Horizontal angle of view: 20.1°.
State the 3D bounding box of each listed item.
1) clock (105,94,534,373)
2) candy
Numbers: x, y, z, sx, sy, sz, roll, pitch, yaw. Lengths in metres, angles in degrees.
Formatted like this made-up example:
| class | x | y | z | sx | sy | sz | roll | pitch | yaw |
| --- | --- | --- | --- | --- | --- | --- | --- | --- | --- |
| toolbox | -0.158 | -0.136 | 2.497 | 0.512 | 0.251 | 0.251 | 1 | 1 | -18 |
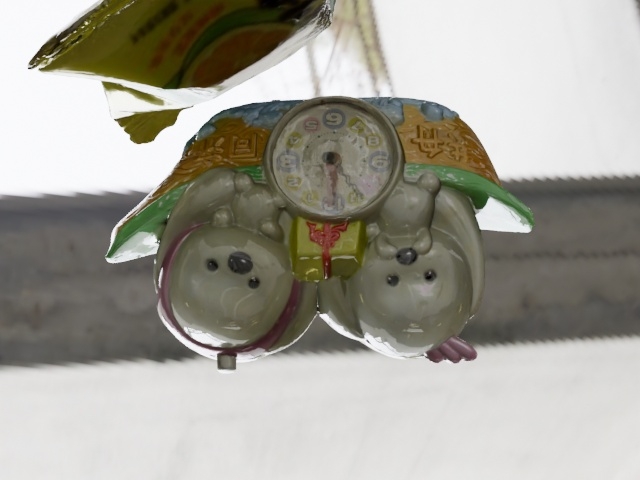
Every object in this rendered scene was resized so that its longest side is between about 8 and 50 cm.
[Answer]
| class | x | y | z | sx | sy | sz | roll | pitch | yaw |
| --- | --- | --- | --- | --- | --- | --- | --- | --- | --- |
| clock | 0.000 | 0.000 | 0.969 | 0.231 | 0.103 | 0.144 | -2 | -111 | 3 |
| candy | -0.055 | -0.126 | 0.959 | 0.187 | 0.297 | 0.081 | -34 | -96 | -1 |
